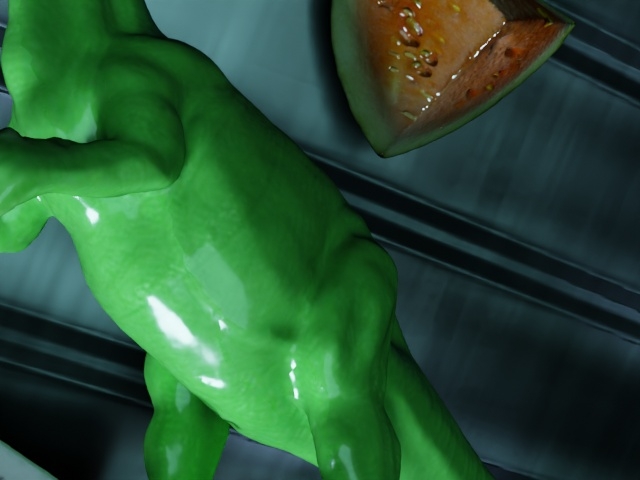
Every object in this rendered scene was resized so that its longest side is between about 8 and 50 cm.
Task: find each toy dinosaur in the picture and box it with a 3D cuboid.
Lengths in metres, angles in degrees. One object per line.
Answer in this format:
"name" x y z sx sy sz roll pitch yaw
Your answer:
"toy dinosaur" 0.000 0.000 0.525 0.500 0.144 0.375 14 65 -47

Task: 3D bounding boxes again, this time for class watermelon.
"watermelon" 0.078 -0.111 0.502 0.135 0.094 0.125 -10 96 -19

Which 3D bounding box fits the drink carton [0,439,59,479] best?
"drink carton" -0.204 0.141 0.437 0.222 0.102 0.134 41 55 -20
